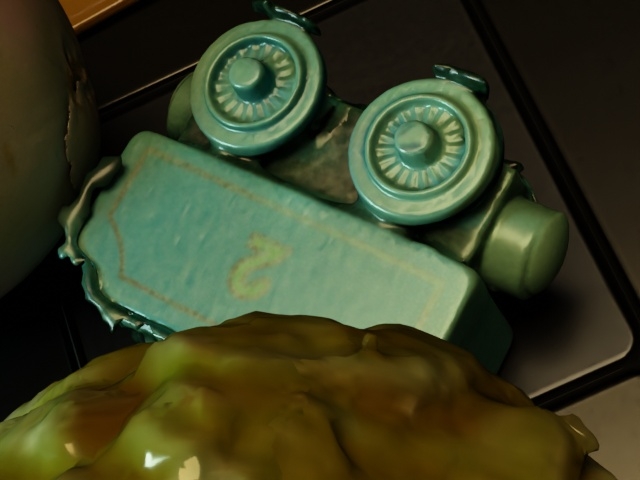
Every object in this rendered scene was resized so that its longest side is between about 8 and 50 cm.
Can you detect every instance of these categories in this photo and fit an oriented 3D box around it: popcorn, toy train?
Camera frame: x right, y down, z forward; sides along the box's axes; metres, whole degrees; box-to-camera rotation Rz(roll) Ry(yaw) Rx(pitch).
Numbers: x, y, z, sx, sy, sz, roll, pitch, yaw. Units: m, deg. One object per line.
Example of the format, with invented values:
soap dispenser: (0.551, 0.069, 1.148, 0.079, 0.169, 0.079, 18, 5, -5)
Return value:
popcorn: (-0.003, 0.153, 0.506, 0.282, 0.247, 0.282, 9, 38, -7)
toy train: (0.000, 0.000, 0.680, 0.203, 0.112, 0.163, 23, 79, 27)

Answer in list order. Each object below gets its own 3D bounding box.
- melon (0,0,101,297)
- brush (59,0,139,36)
melon: (-0.260, -0.043, 0.714, 0.316, 0.223, 0.223, -13, 61, 10)
brush: (-0.102, -0.145, 0.839, 0.272, 0.013, 0.103, -27, 59, 4)
